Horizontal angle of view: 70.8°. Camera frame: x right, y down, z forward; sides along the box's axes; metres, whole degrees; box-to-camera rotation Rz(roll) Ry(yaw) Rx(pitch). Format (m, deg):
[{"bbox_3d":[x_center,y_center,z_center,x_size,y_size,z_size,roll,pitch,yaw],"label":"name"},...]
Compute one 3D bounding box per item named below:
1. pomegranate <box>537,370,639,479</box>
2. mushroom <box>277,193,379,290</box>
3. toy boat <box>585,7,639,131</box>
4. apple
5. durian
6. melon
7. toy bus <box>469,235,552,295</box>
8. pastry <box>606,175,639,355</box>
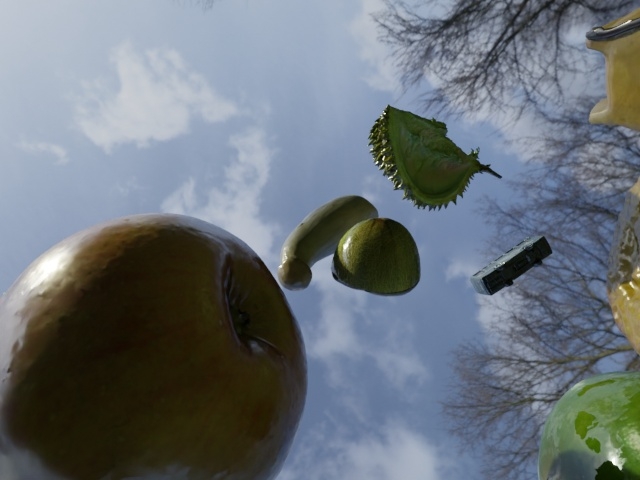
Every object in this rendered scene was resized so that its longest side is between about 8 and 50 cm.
[{"bbox_3d":[0.344,0.265,0.490,0.358,0.310,0.216,-9,-83,3],"label":"pomegranate"},{"bbox_3d":[0.000,0.000,0.857,0.270,0.118,0.103,-41,-52,-37],"label":"mushroom"},{"bbox_3d":[0.252,-0.079,0.165,0.121,0.321,0.089,-22,-70,-9],"label":"toy boat"},{"bbox_3d":[-0.193,0.155,0.555,0.400,0.333,0.400,31,-137,-34],"label":"apple"},{"bbox_3d":[0.138,-0.093,0.567,0.215,0.100,0.086,18,-143,-35],"label":"durian"},{"bbox_3d":[0.094,0.027,0.763,0.160,0.128,0.079,6,-166,9],"label":"melon"},{"bbox_3d":[0.379,0.049,0.898,0.166,0.065,0.047,-31,-85,-13],"label":"toy bus"},{"bbox_3d":[0.344,0.001,0.377,0.132,0.235,0.240,4,-163,5],"label":"pastry"}]
